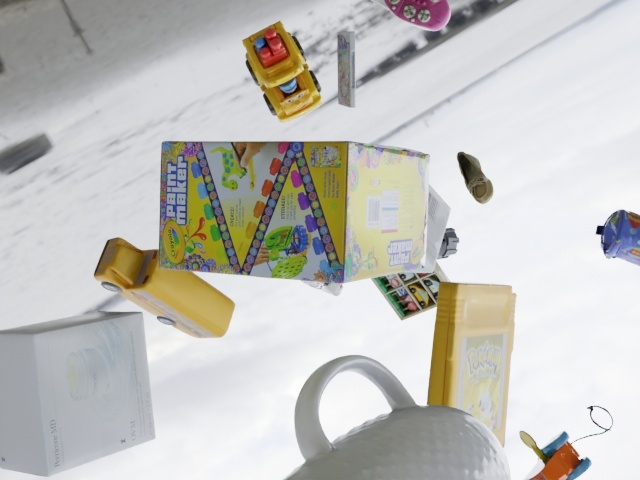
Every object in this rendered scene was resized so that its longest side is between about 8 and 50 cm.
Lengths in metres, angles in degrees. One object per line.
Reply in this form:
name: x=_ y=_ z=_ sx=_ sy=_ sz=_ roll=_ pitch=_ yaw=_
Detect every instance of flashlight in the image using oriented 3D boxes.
flashlight: x=0.279 y=0.007 z=2.562 sx=0.304 sy=0.103 sz=0.103 roll=-7 pitch=165 yaw=-41

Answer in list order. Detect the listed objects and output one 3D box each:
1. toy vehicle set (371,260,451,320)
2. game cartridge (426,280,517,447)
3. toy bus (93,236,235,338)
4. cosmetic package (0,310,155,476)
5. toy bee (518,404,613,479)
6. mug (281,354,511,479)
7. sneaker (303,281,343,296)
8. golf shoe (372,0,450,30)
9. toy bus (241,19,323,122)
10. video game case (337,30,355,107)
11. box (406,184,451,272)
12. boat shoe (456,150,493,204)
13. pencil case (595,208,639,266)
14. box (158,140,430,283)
toy vehicle set: x=0.205 y=0.069 z=2.244 sx=0.166 sy=0.267 sz=0.035 roll=-27 pitch=-160 yaw=28
game cartridge: x=0.285 y=0.239 z=1.644 sx=0.052 sy=0.324 sz=0.285 roll=7 pitch=-179 yaw=34
toy bus: x=-0.357 y=0.113 z=2.055 sx=0.130 sy=0.332 sz=0.108 roll=-5 pitch=-123 yaw=40
cosmetic package: x=-0.407 y=0.243 z=1.464 sx=0.138 sy=0.224 sz=0.224 roll=-4 pitch=-176 yaw=39
toy bee: x=0.543 y=0.510 z=2.015 sx=0.298 sy=0.195 sz=0.162 roll=-4 pitch=147 yaw=-34
mug: x=0.093 y=0.339 z=1.252 sx=0.276 sy=0.374 sz=0.328 roll=-30 pitch=178 yaw=44
sneaker: x=0.000 y=0.000 z=1.717 sx=0.094 sy=0.235 sz=0.153 roll=15 pitch=-110 yaw=47
golf shoe: x=0.161 y=-0.539 z=1.888 sx=0.115 sy=0.306 sz=0.140 roll=-51 pitch=160 yaw=9
toy bus: x=-0.098 y=-0.427 z=2.191 sx=0.149 sy=0.220 sz=0.211 roll=-26 pitch=171 yaw=1
video game case: x=0.043 y=-0.284 z=1.475 sx=0.011 sy=0.122 sz=0.087 roll=-3 pitch=-167 yaw=-12
box: x=0.189 y=-0.043 z=2.039 sx=0.119 sy=0.181 sz=0.182 roll=-1 pitch=-120 yaw=40
boat shoe: x=0.342 y=-0.141 z=1.989 sx=0.056 sy=0.048 sz=0.153 roll=-41 pitch=-141 yaw=29
pencil case: x=0.842 y=0.027 z=2.206 sx=0.119 sy=0.306 sz=0.133 roll=-76 pitch=-173 yaw=-64
box: x=-0.028 y=-0.046 z=1.247 sx=0.279 sy=0.177 sz=0.290 roll=4 pitch=-176 yaw=27
